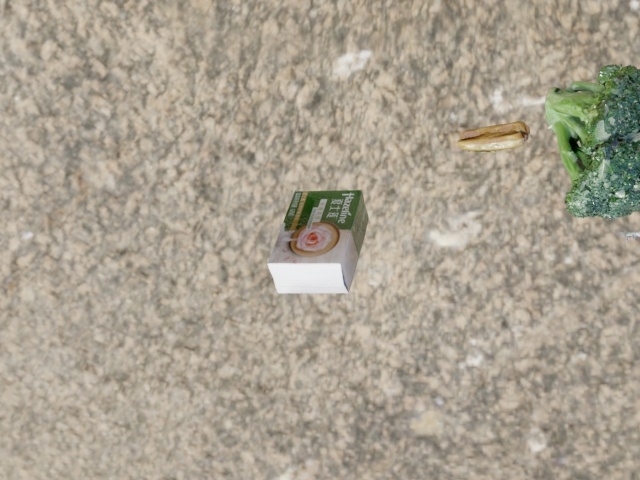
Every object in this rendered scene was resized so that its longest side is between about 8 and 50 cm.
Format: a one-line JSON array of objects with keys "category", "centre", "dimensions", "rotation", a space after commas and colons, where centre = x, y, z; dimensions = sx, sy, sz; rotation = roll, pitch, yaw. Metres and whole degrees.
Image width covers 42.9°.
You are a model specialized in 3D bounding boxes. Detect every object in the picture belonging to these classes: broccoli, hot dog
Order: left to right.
[{"category": "hot dog", "centre": [0.280, -0.161, 1.311], "dimensions": [0.133, 0.056, 0.041], "rotation": [-2, 135, 42]}, {"category": "broccoli", "centre": [0.520, -0.180, 1.397], "dimensions": [0.308, 0.275, 0.308], "rotation": [-21, 132, -25]}]

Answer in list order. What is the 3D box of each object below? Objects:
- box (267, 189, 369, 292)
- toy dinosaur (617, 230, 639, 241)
[{"category": "box", "centre": [0.000, 0.000, 1.450], "dimensions": [0.135, 0.199, 0.081], "rotation": [-1, 136, 18]}, {"category": "toy dinosaur", "centre": [0.655, -0.027, 1.526], "dimensions": [0.209, 0.039, 0.082], "rotation": [-18, 104, 41]}]
